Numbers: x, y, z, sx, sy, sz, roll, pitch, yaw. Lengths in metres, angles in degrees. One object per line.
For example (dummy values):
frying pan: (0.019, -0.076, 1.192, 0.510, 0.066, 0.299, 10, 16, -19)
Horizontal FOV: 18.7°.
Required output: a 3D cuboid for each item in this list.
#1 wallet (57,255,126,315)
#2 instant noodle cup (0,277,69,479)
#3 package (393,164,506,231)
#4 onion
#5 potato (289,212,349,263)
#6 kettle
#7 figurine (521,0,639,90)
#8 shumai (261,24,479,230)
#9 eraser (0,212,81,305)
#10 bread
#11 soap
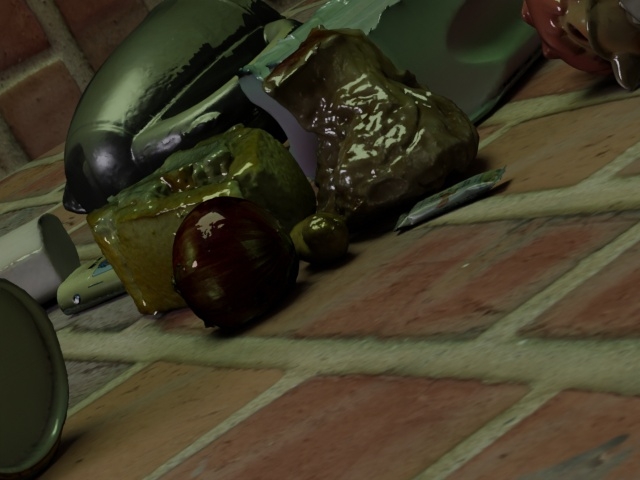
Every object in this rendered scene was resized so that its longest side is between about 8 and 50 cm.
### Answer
wallet: (-0.200, 0.023, 2.078, 0.155, 0.039, 0.110, -20, 15, 31)
instant noodle cup: (-0.315, 0.121, 1.534, 0.172, 0.216, 0.216, -11, 18, 30)
package: (0.111, -0.035, 1.653, 0.110, 0.015, 0.037, -24, 17, 27)
onion: (-0.078, 0.016, 1.653, 0.118, 0.118, 0.117, -27, 15, 6)
potato: (0.000, 0.000, 1.690, 0.045, 0.046, 0.092, -32, 0, -20)
kettle: (-0.146, -0.148, 2.254, 0.321, 0.228, 0.324, -24, 18, 38)
figurine: (0.276, -0.214, 1.740, 0.207, 0.166, 0.387, 4, -6, -26)
shumai: (0.040, -0.113, 1.757, 0.166, 0.175, 0.206, -30, 13, -5)
eraser: (-0.416, 0.071, 2.246, 0.270, 0.095, 0.174, -27, 11, 3)
bread: (-0.106, -0.028, 1.841, 0.186, 0.124, 0.257, -44, 16, -30)
soap: (0.093, -0.204, 2.090, 0.261, 0.156, 0.446, -20, 13, 30)
